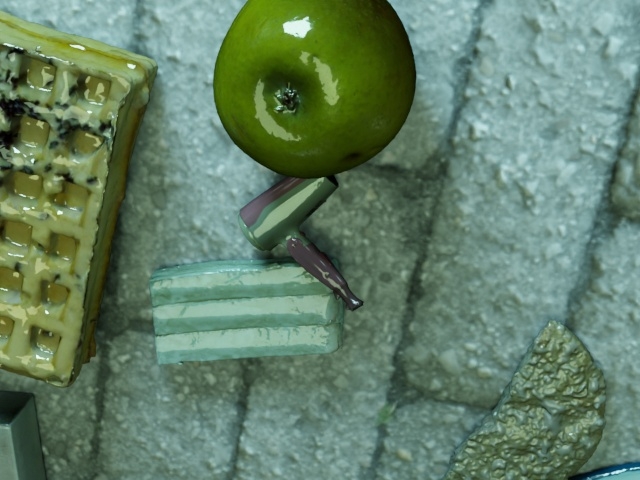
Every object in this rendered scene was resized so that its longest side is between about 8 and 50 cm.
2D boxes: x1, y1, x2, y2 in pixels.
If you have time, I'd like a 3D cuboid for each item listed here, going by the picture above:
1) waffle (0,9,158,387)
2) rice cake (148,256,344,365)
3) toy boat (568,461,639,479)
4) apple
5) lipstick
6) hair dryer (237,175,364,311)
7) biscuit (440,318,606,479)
[{"bbox_3d":[-0.327,-0.045,1.108,0.261,0.114,0.376,19,114,0],"label":"waffle"},{"bbox_3d":[-0.079,0.077,1.167,0.211,0.038,0.124,0,113,7],"label":"rice cake"},{"bbox_3d":[0.259,0.343,1.221,0.299,0.061,0.096,-27,107,18],"label":"toy boat"},{"bbox_3d":[-0.007,-0.150,0.997,0.197,0.157,0.196,6,113,15],"label":"apple"},{"bbox_3d":[-0.376,0.363,1.310,0.080,0.076,0.371,3,114,8],"label":"lipstick"},{"bbox_3d":[-0.004,0.006,1.102,0.106,0.054,0.154,-33,88,15],"label":"hair dryer"},{"bbox_3d":[0.242,0.210,1.184,0.133,0.032,0.250,27,113,-5],"label":"biscuit"}]
